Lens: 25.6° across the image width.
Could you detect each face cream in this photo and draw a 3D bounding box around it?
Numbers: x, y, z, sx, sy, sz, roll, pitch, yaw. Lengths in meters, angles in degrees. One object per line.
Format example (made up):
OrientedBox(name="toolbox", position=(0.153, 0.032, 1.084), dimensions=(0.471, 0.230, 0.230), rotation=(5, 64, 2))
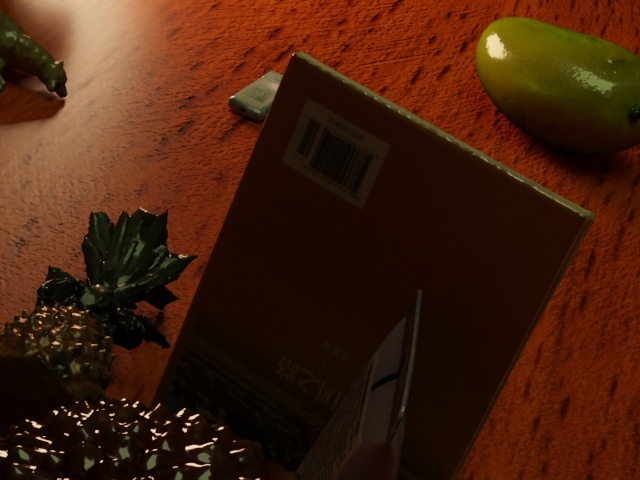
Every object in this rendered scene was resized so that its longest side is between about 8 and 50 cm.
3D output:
OrientedBox(name="face cream", position=(0.023, 0.179, 1.046), dimensions=(0.096, 0.274, 0.154), rotation=(20, 33, 0))

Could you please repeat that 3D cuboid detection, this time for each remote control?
OrientedBox(name="remote control", position=(-0.070, -0.185, 1.786), dimensions=(0.053, 0.018, 0.124), rotation=(26, 32, 12))

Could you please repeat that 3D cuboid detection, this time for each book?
OrientedBox(name="book", position=(0.019, 0.073, 1.110), dimensions=(0.262, 0.374, 0.028), rotation=(31, 25, 16))

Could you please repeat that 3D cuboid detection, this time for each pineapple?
OrientedBox(name="pineapple", position=(-0.209, 0.071, 1.244), dimensions=(0.130, 0.119, 0.277), rotation=(-18, 19, 25))

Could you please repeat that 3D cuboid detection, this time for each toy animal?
OrientedBox(name="toy animal", position=(-0.394, -0.235, 1.634), dimensions=(0.219, 0.103, 0.101), rotation=(25, 8, 16))

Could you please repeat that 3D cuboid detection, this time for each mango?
OrientedBox(name="mango", position=(0.330, -0.208, 1.921), dimensions=(0.273, 0.149, 0.185), rotation=(23, 39, 16))

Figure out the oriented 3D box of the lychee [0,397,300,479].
OrientedBox(name="lychee", position=(-0.118, 0.239, 0.874), dimensions=(0.306, 0.330, 0.306), rotation=(3, 62, -5))
